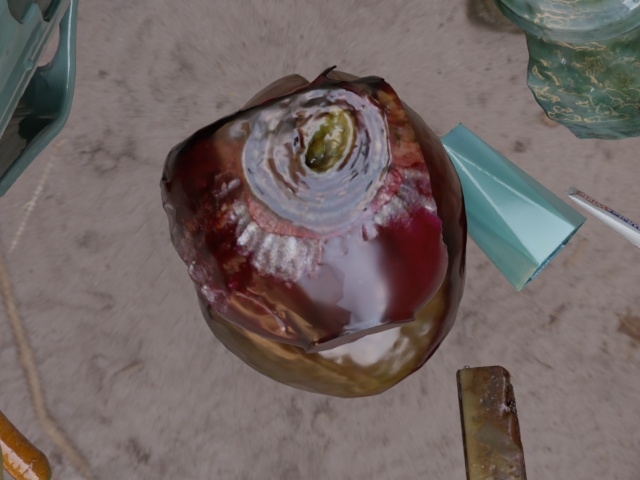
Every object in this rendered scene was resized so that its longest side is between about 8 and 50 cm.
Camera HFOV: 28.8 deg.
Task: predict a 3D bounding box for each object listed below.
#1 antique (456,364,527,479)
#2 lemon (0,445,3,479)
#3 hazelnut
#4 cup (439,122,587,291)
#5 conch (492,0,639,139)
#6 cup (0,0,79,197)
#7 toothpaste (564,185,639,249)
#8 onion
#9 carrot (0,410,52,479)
[{"bbox_3d":[0.274,0.350,1.962,0.093,0.087,0.310,-8,60,8],"label":"antique"},{"bbox_3d":[-0.413,0.175,0.934,0.348,0.348,0.348,0,96,-2],"label":"lemon"},{"bbox_3d":[0.000,0.000,1.672,0.402,0.402,0.429,-20,129,0],"label":"hazelnut"},{"bbox_3d":[0.258,-0.060,1.826,0.148,0.134,0.236,-43,80,-7],"label":"cup"},{"bbox_3d":[0.187,-0.180,0.775,0.195,0.277,0.220,38,102,21],"label":"conch"},{"bbox_3d":[-0.321,-0.221,1.054,0.310,0.392,0.401,-24,132,36],"label":"cup"},{"bbox_3d":[0.480,-0.019,1.964,0.218,0.052,0.033,35,117,12],"label":"toothpaste"},{"bbox_3d":[-0.017,-0.007,1.030,0.207,0.216,0.206,-19,80,-4],"label":"onion"},{"bbox_3d":[-0.494,0.272,1.867,0.062,0.066,0.271,-38,103,-8],"label":"carrot"}]
